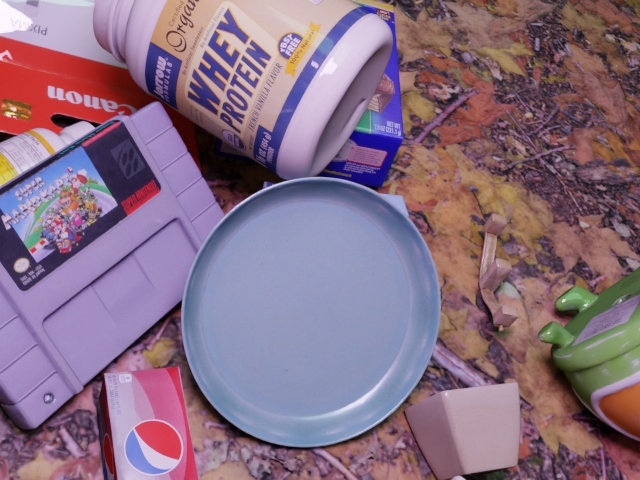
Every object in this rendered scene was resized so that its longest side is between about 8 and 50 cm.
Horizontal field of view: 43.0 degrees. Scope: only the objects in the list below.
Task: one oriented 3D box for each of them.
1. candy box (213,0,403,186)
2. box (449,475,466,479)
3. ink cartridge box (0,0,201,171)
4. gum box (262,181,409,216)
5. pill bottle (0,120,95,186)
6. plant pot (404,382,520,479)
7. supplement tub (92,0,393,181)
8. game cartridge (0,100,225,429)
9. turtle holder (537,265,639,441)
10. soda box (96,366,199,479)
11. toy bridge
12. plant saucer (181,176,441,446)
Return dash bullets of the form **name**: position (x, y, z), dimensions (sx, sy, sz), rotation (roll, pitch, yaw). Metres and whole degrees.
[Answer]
- **candy box**: position (-0.017, -0.258, 1.262), dimensions (0.268, 0.122, 0.317), rotation (10, 51, -12)
- **box**: position (0.095, 0.407, 0.796), dimensions (0.121, 0.148, 0.311), rotation (35, 52, 5)
- **ink cartridge box**: position (-0.311, -0.293, 1.158), dimensions (0.308, 0.091, 0.385), rotation (11, 49, -28)
- **gum box**: position (0.000, 0.000, 1.052), dimensions (0.184, 0.157, 0.041), rotation (4, 47, -19)
- **pill bottle**: position (-0.358, -0.065, 0.976), dimensions (0.208, 0.118, 0.117), rotation (-33, 72, -31)
- **plant pot**: position (0.181, 0.237, 0.989), dimensions (0.109, 0.109, 0.096), rotation (-2, 68, -23)
- **supplement tub**: position (-0.095, -0.240, 1.003), dimensions (0.316, 0.228, 0.228), rotation (32, 50, 8)
- **game cartridge**: position (-0.261, 0.011, 0.931), dimensions (0.355, 0.068, 0.230), rotation (-44, 119, -39)
- **turtle holder**: position (0.455, 0.142, 1.109), dimensions (0.227, 0.243, 0.320), rotation (54, 13, 3)
- **soda box**: position (-0.170, 0.267, 0.828), dimensions (0.083, 0.092, 0.263), rotation (-2, 56, -24)
- **toy bridge**: position (0.253, 0.052, 1.175), dimensions (0.026, 0.063, 0.188), rotation (14, 50, -11)
- **plant saucer**: position (-0.009, 0.084, 0.963), dimensions (0.317, 0.043, 0.318), rotation (-2, 95, -17)
